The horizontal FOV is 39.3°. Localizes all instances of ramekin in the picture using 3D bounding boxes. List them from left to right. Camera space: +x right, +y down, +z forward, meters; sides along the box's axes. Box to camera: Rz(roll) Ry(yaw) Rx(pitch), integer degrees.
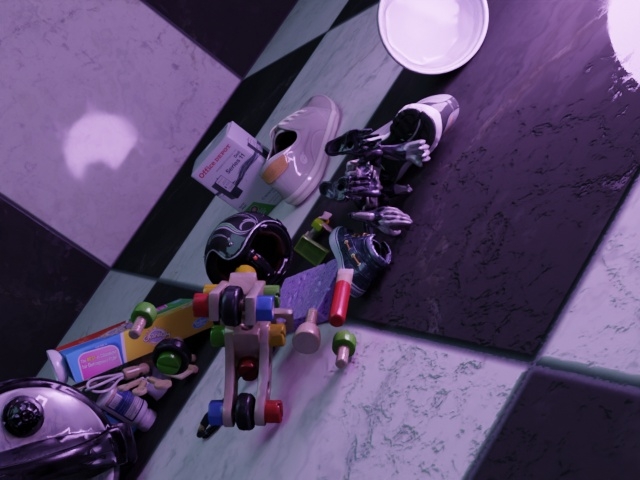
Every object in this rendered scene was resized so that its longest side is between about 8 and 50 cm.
[{"bbox_3d":[0.203,-0.415,1.685,0.207,0.207,0.109,-52,9,4],"label":"ramekin"}]

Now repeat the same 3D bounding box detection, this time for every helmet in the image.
[{"bbox_3d":[-0.153,0.024,1.817,0.161,0.169,0.169,-1,53,49],"label":"helmet"}]

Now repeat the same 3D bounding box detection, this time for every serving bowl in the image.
[{"bbox_3d":[-0.547,0.265,1.876,0.027,0.083,0.083,-20,6,-22],"label":"serving bowl"}]

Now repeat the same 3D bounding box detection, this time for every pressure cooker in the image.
[{"bbox_3d":[-0.605,0.460,1.789,0.420,0.375,0.370,-26,29,57],"label":"pressure cooker"}]

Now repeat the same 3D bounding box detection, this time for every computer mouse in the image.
[{"bbox_3d":[-0.162,0.243,1.579,0.242,0.041,0.071,-61,26,3],"label":"computer mouse"}]

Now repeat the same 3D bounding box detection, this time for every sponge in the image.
[{"bbox_3d":[-0.026,0.101,1.558,0.210,0.031,0.117,-24,35,56],"label":"sponge"}]

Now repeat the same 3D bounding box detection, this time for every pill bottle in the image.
[{"bbox_3d":[-0.411,0.356,1.907,0.067,0.120,0.067,-46,19,21],"label":"pill bottle"}]

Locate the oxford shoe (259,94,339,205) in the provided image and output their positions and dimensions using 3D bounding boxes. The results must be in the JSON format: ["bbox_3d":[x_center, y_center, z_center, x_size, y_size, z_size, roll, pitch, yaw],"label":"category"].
[{"bbox_3d":[-0.053,-0.248,2.134,0.169,0.130,0.449,-45,18,30],"label":"oxford shoe"}]

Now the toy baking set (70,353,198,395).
[{"bbox_3d":[-0.387,0.276,1.880,0.256,0.030,0.196,-3,11,22],"label":"toy baking set"}]

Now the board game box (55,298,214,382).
[{"bbox_3d":[-0.419,0.217,2.001,0.316,0.064,0.242,-22,5,-22],"label":"board game box"}]

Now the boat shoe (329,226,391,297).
[{"bbox_3d":[0.068,0.014,1.445,0.083,0.065,0.183,-45,25,19],"label":"boat shoe"}]

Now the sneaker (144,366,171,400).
[{"bbox_3d":[-0.353,0.281,2.004,0.053,0.061,0.152,-39,21,42],"label":"sneaker"}]

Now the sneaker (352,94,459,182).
[{"bbox_3d":[0.148,-0.172,1.562,0.108,0.100,0.271,-35,3,-32],"label":"sneaker"}]

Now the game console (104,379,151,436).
[{"bbox_3d":[-0.452,0.401,1.998,0.144,0.124,0.085,-54,-9,-3],"label":"game console"}]

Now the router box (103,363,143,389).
[{"bbox_3d":[-0.476,0.316,2.273,0.133,0.046,0.179,-30,29,50],"label":"router box"}]

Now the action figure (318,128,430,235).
[{"bbox_3d":[0.096,-0.089,1.437,0.275,0.140,0.164,16,-97,-70],"label":"action figure"}]

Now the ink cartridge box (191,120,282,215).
[{"bbox_3d":[-0.186,-0.162,2.168,0.153,0.208,0.087,-45,20,25],"label":"ink cartridge box"}]

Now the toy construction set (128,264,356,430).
[{"bbox_3d":[-0.079,0.117,1.381,0.308,0.258,0.237,-22,25,20],"label":"toy construction set"}]

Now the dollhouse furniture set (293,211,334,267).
[{"bbox_3d":[0.000,0.000,1.700,0.076,0.058,0.152,-56,-3,17],"label":"dollhouse furniture set"}]
